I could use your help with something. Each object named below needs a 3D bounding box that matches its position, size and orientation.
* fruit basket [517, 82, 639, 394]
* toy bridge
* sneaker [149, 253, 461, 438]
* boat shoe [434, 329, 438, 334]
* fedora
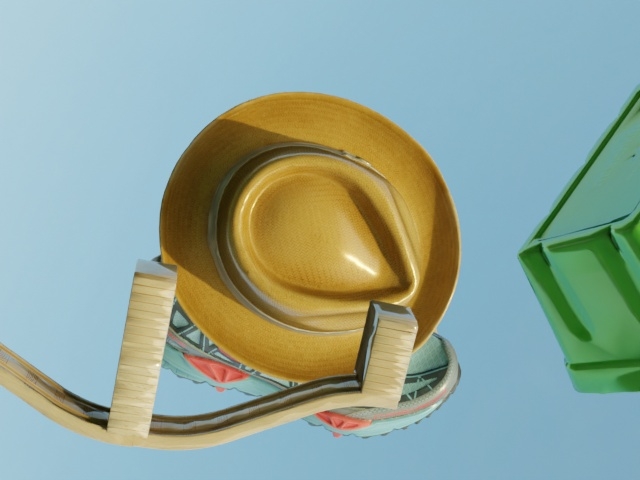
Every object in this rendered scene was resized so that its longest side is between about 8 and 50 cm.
[{"bbox_3d":[0.440,0.029,0.969,0.283,0.392,0.392,-20,-124,61],"label":"fruit basket"},{"bbox_3d":[-0.063,0.039,0.335,0.026,0.188,0.063,-118,-141,-74],"label":"toy bridge"},{"bbox_3d":[-0.015,0.070,0.736,0.125,0.261,0.104,101,1,-50],"label":"sneaker"},{"bbox_3d":[0.088,0.069,1.216,0.073,0.073,0.207,-20,-88,58],"label":"boat shoe"},{"bbox_3d":[0.000,0.000,0.573,0.194,0.194,0.079,-64,-171,-2],"label":"fedora"}]
